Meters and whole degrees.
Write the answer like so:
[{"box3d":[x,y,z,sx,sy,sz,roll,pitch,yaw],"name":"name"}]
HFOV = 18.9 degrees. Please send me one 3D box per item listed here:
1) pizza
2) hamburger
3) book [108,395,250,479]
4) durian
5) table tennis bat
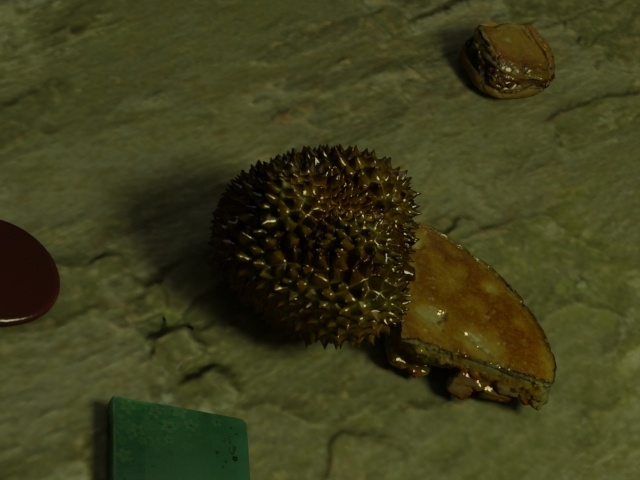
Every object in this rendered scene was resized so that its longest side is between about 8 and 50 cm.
[{"box3d":[0.096,0.062,1.442,0.134,0.046,0.175,-9,54,-36],"name":"pizza"},{"box3d":[0.167,-0.158,1.698,0.083,0.044,0.076,-1,48,-32],"name":"hamburger"},{"box3d":[-0.090,0.166,1.260,0.103,0.017,0.135,12,45,-18],"name":"book"},{"box3d":[0.000,0.000,1.394,0.168,0.137,0.158,22,28,12],"name":"durian"},{"box3d":[-0.248,0.025,1.312,0.154,0.019,0.098,-15,59,-41],"name":"table tennis bat"}]
